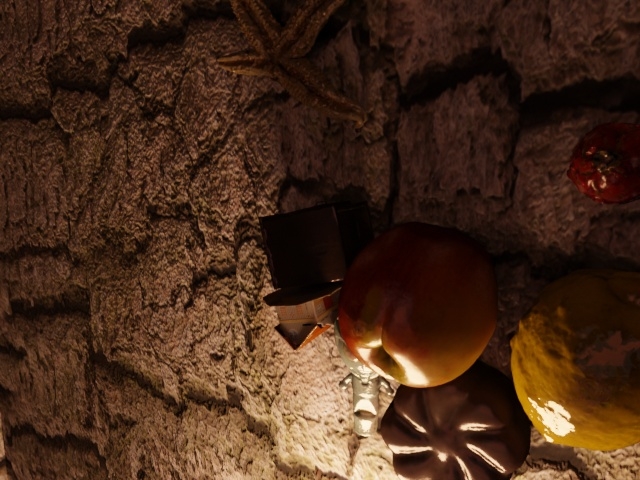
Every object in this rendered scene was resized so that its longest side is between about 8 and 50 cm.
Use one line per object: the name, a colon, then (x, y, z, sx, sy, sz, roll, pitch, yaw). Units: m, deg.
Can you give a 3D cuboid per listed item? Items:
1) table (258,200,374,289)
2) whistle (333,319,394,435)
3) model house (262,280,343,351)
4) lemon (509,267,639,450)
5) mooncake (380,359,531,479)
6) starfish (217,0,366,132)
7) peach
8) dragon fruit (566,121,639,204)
table: (0.000, 0.000, 1.080, 0.193, 0.169, 0.172, -10, 93, 31)
whistle: (0.107, 0.288, 1.100, 0.142, 0.133, 0.346, -5, 110, -10)
model house: (-0.022, 0.175, 1.098, 0.208, 0.219, 0.135, -8, 99, 31)
lemon: (0.463, 0.198, 0.800, 0.286, 0.285, 0.316, 24, 151, 24)
mooncake: (0.274, 0.396, 1.002, 0.306, 0.154, 0.305, 3, 97, 29)
starfish: (-0.049, -0.464, 1.084, 0.432, 0.082, 0.323, 26, 111, 23)
peach: (0.194, 0.110, 0.913, 0.308, 0.332, 0.307, 35, 150, 24)
dragon fruit: (0.506, -0.127, 0.813, 0.153, 0.111, 0.153, 8, 105, 29)
